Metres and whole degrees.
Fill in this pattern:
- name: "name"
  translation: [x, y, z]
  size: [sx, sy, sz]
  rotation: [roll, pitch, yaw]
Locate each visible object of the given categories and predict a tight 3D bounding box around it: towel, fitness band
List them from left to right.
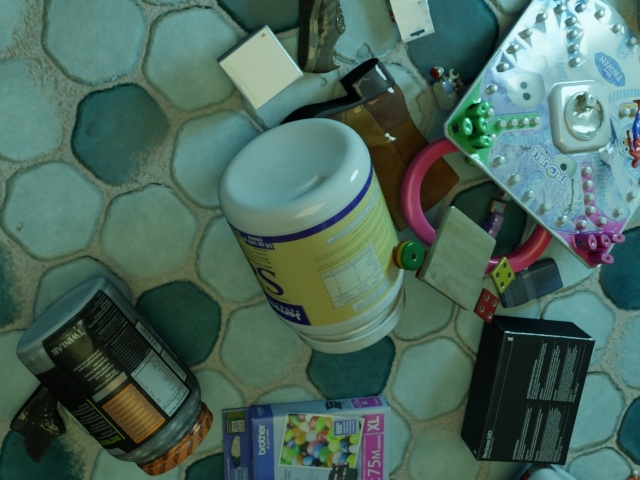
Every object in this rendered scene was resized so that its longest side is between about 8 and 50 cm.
- name: "fitness band"
  translation: [0.275, -0.060, 1.503]
  size: [0.291, 0.054, 0.209]
  rotation: [27, 97, -17]
- name: "towel"
  translation: [0.390, 0.080, 1.625]
  size: [0.119, 0.029, 0.067]
  rotation: [-20, 107, -3]

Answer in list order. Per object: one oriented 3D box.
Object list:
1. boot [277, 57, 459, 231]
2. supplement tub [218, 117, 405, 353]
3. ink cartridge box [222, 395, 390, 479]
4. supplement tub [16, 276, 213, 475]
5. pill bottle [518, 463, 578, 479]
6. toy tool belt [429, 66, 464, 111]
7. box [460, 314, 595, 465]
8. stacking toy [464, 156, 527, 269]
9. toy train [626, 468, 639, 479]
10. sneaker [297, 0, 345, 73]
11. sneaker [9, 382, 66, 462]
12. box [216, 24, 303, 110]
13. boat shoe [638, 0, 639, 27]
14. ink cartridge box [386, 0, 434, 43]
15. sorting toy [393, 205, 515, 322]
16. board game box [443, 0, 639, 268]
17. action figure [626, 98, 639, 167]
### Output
- name: "boot"
  translation: [0.070, -0.131, 1.502]
  size: [0.264, 0.096, 0.280]
  rotation: [-39, 115, -5]
- name: "supplement tub"
  translation: [0.000, 0.000, 1.388]
  size: [0.241, 0.241, 0.331]
  rotation: [-25, 130, -2]
- name: "ink cartridge box"
  translation: [-0.026, 0.396, 1.624]
  size: [0.311, 0.065, 0.186]
  rotation: [-2, 105, -7]
- name: "supplement tub"
  translation: [-0.336, 0.233, 1.456]
  size: [0.193, 0.193, 0.316]
  rotation: [-36, 108, 1]
- name: "pill bottle"
  translation: [0.400, 0.601, 1.687]
  size: [0.181, 0.181, 0.323]
  rotation: [35, 97, -16]
- name: "toy tool belt"
  translation: [0.221, -0.268, 1.498]
  size: [0.051, 0.052, 0.083]
  rotation: [-37, 114, -32]
- name: "box"
  translation: [0.388, 0.283, 1.641]
  size: [0.184, 0.103, 0.261]
  rotation: [6, 104, -14]
- name: "stacking toy"
  translation: [0.324, -0.064, 1.563]
  size: [0.167, 0.052, 0.221]
  rotation: [14, 101, -13]
- name: "toy train"
  translation: [0.704, 0.534, 1.792]
  size: [0.166, 0.046, 0.125]
  rotation: [-3, 106, -9]
- name: "sneaker"
  translation: [0.007, -0.371, 1.430]
  size: [0.071, 0.066, 0.188]
  rotation: [-2, 111, -27]
- name: "sneaker"
  translation: [-0.480, 0.309, 1.528]
  size: [0.089, 0.051, 0.170]
  rotation: [38, 101, -17]
- name: "box"
  translation: [-0.100, -0.282, 1.412]
  size: [0.102, 0.087, 0.101]
  rotation: [-38, 107, 1]
- name: "boat shoe"
  translation: [0.584, -0.454, 1.496]
  size: [0.075, 0.065, 0.206]
  rotation: [-13, 107, -6]
- name: "ink cartridge box"
  translation: [0.146, -0.396, 1.455]
  size: [0.063, 0.029, 0.115]
  rotation: [-20, 108, -4]
- name: "sorting toy"
  translation: [0.223, 0.033, 1.440]
  size: [0.274, 0.046, 0.132]
  rotation: [33, 74, -38]
- name: "board game box"
  translation: [0.455, -0.214, 1.485]
  size: [0.390, 0.050, 0.390]
  rotation: [40, 77, -18]
- name: "action figure"
  translation: [0.542, -0.180, 1.477]
  size: [0.038, 0.030, 0.115]
  rotation: [8, 87, -17]
